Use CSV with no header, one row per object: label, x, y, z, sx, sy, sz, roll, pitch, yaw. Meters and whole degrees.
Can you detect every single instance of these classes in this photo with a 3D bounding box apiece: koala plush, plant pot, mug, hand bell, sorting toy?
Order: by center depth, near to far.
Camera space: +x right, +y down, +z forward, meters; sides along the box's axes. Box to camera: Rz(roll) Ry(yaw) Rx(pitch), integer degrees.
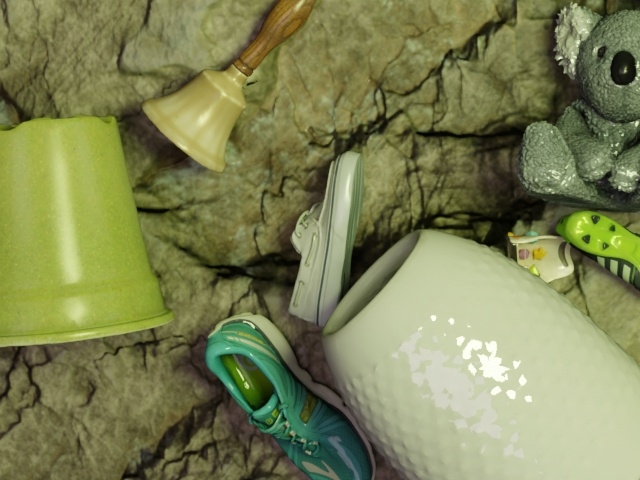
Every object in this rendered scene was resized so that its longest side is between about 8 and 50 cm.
koala plush,0.323,-0.147,1.715,0.196,0.203,0.221,3,86,15
mug,0.153,0.171,1.795,0.328,0.276,0.374,43,150,-8
sorting toy,0.256,0.020,1.836,0.075,0.045,0.083,-5,125,2
hand bell,-0.085,-0.209,1.843,0.126,0.126,0.242,41,100,1
plant pot,-0.321,-0.018,1.885,0.276,0.276,0.254,-3,94,16

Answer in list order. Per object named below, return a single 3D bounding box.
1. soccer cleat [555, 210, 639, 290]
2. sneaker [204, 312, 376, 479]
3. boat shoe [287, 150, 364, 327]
soccer cleat,0.348,0.017,1.802,0.179,0.072,0.060,31,84,-16
sneaker,-0.046,0.214,1.940,0.107,0.110,0.275,-42,93,22
boat shoe,0.000,0.000,1.876,0.076,0.083,0.226,12,110,11
